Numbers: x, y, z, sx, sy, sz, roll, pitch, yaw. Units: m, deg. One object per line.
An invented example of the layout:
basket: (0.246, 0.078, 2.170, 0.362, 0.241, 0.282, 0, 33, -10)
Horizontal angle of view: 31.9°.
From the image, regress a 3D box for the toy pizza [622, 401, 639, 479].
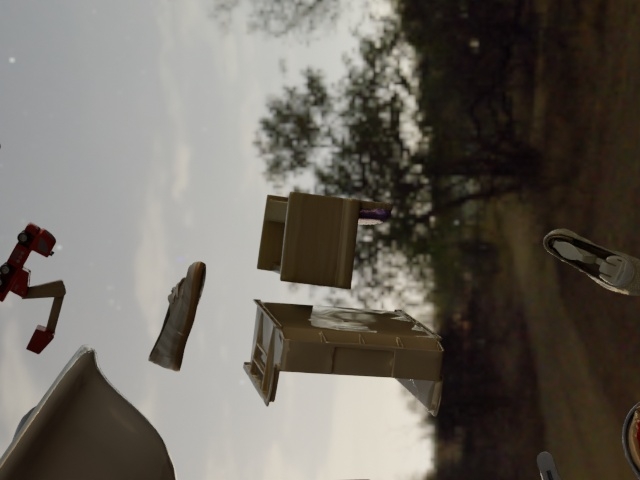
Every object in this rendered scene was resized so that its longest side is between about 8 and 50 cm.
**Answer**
toy pizza: (0.507, 0.283, 1.508, 0.201, 0.201, 0.032, -80, 2, -45)

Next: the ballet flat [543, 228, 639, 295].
ballet flat: (0.386, 0.033, 1.567, 0.052, 0.168, 0.057, -2, -67, -59)

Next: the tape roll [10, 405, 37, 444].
tape roll: (-0.376, 0.346, 1.744, 0.072, 0.219, 0.219, -90, -5, -54)

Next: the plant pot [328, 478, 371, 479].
plant pot: (-0.042, 0.549, 1.980, 0.275, 0.243, 0.275, 5, -90, -82)

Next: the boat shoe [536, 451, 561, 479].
boat shoe: (0.357, 0.376, 1.720, 0.035, 0.035, 0.100, 39, -145, -60)

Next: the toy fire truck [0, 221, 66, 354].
toy fire truck: (-0.483, 0.080, 1.900, 0.192, 0.135, 0.047, -60, 10, 1)

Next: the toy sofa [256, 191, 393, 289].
toy sofa: (0.000, 0.000, 1.956, 0.362, 0.177, 0.150, -172, 89, -80)

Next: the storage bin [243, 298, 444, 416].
storage bin: (0.033, 0.181, 1.745, 0.260, 0.262, 0.123, -146, 62, -76)

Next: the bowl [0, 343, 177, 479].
bowl: (-0.165, 0.218, 0.656, 0.298, 0.134, 0.298, -56, 6, 9)

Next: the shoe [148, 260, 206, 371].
shoe: (-0.241, 0.128, 1.890, 0.076, 0.058, 0.219, -85, 12, -63)
